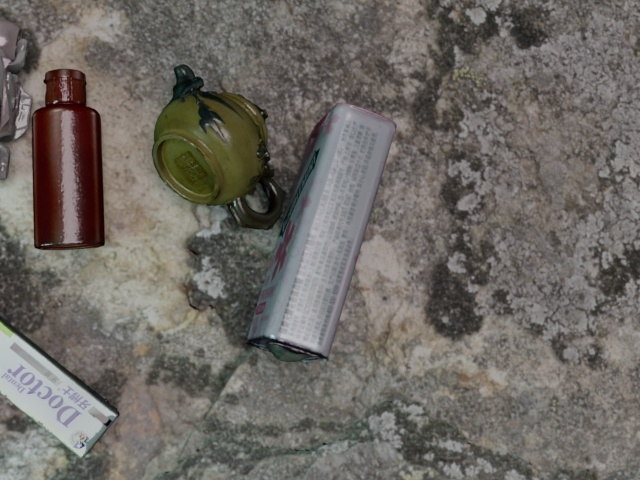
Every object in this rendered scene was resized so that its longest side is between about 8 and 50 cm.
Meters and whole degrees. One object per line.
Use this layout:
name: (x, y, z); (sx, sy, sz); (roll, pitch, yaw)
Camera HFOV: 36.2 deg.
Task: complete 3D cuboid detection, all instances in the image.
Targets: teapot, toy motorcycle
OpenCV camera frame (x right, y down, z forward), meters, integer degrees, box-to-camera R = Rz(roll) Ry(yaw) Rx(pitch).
teapot: (-0.139, -0.141, 1.453); (0.269, 0.173, 0.182); (50, 50, -12)
toy motorcycle: (-0.472, -0.197, 1.403); (0.112, 0.112, 0.254); (8, 82, -11)

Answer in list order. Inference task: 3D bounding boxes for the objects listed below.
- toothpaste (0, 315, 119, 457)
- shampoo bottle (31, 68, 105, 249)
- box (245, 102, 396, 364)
toothpaste: (-0.437, 0.169, 1.382); (0.336, 0.067, 0.081); (40, 79, -4)
shampoo bottle: (-0.371, -0.118, 1.437); (0.102, 0.064, 0.260); (-2, 82, -9)
box: (0.000, 0.000, 1.439); (0.112, 0.190, 0.370); (17, 80, -9)
